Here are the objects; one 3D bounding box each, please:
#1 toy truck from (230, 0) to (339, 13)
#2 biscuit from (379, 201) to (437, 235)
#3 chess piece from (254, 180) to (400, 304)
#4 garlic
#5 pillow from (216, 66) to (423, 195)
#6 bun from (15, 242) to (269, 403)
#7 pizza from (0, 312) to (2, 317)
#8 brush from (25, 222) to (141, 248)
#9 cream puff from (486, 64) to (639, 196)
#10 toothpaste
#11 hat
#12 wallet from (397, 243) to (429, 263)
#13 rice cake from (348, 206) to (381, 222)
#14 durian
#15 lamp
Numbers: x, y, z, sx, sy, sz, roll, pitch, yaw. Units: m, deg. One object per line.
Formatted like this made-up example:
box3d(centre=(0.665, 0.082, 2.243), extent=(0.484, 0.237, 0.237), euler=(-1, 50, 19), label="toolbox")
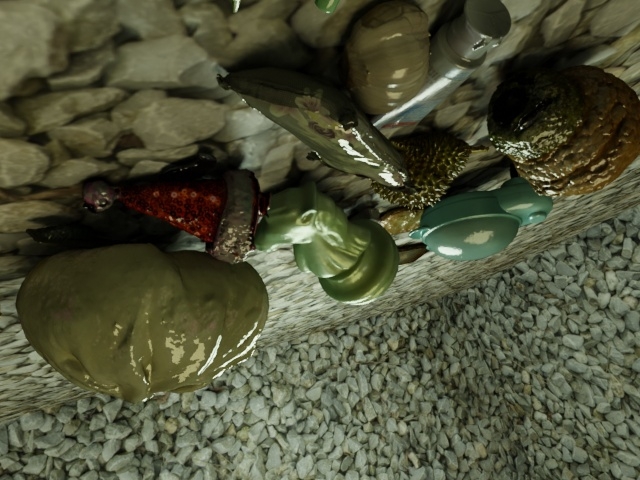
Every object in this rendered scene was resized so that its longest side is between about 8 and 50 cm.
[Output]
box3d(centre=(-0.031, -0.154, 0.190), extent=(0.260, 0.128, 0.135), euler=(-11, 160, -27), label="toy truck")
box3d(centre=(0.228, -0.055, 1.089), extent=(0.247, 0.029, 0.118), euler=(-10, 154, -26), label="biscuit")
box3d(centre=(0.000, 0.000, 0.825), extent=(0.176, 0.175, 0.298), euler=(-28, 144, 26), label="chess piece")
box3d(centre=(0.069, -0.175, 0.462), extent=(0.094, 0.074, 0.113), euler=(-7, 146, -6), label="garlic")
box3d(centre=(0.020, -0.120, 0.518), extent=(0.059, 0.169, 0.255), euler=(-64, 154, 2), label="pillow")
box3d(centre=(-0.254, 0.127, 0.716), extent=(0.365, 0.219, 0.365), euler=(-2, 171, 0), label="bun")
box3d(centre=(-0.561, 0.083, 0.613), extent=(0.197, 0.058, 0.292), euler=(-19, 161, 3), label="pizza")
box3d(centre=(-0.314, -0.004, 0.659), extent=(0.027, 0.034, 0.190), euler=(-61, 157, 5), label="brush")
box3d(centre=(0.308, -0.160, 0.629), extent=(0.169, 0.183, 0.183), euler=(16, 146, -30), label="cream puff")
box3d(centre=(0.125, -0.182, 0.547), extent=(0.089, 0.057, 0.234), euler=(-11, 168, -20), label="toothpaste")
box3d(centre=(-0.180, -0.042, 0.602), extent=(0.228, 0.128, 0.140), euler=(9, 177, -23), label="hat")
box3d(centre=(0.234, 0.049, 1.416), extent=(0.232, 0.031, 0.122), euler=(-10, 157, -34), label="wallet")
box3d(centre=(0.048, -0.012, 1.014), extent=(0.047, 0.036, 0.207), euler=(13, 147, -37), label="rice cake")
box3d(centre=(0.180, -0.108, 0.753), extent=(0.208, 0.102, 0.146), euler=(-20, 158, -11), label="durian")
box3d(centre=(0.345, -0.043, 1.003), extent=(0.284, 0.147, 0.209), euler=(-34, 154, 19), label="lamp")
